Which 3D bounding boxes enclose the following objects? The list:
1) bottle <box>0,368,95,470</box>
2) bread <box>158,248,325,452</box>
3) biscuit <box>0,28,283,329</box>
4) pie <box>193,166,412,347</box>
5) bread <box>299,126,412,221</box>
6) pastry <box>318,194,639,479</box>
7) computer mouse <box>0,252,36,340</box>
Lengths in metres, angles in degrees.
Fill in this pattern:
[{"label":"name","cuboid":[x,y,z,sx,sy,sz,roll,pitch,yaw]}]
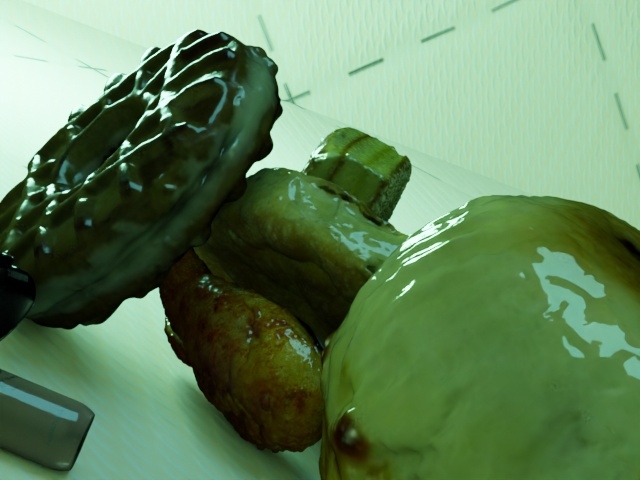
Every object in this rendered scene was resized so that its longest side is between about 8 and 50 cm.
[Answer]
[{"label":"bottle","cuboid":[-0.237,0.120,1.075,0.140,0.053,0.053,22,12,-1]},{"label":"bread","cuboid":[-0.078,0.096,1.293,0.095,0.139,0.269,-22,37,-33]},{"label":"biscuit","cuboid":[-0.175,-0.056,1.344,0.103,0.332,0.332,46,2,-25]},{"label":"pie","cuboid":[0.024,0.064,1.355,0.339,0.083,0.339,32,-24,16]},{"label":"bread","cuboid":[0.000,0.000,1.595,0.110,0.234,0.184,28,14,7]},{"label":"pastry","cuboid":[0.168,0.157,1.056,0.388,0.313,0.388,29,22,-13]},{"label":"computer mouse","cuboid":[-0.313,0.040,1.142,0.137,0.096,0.233,10,-6,16]}]
